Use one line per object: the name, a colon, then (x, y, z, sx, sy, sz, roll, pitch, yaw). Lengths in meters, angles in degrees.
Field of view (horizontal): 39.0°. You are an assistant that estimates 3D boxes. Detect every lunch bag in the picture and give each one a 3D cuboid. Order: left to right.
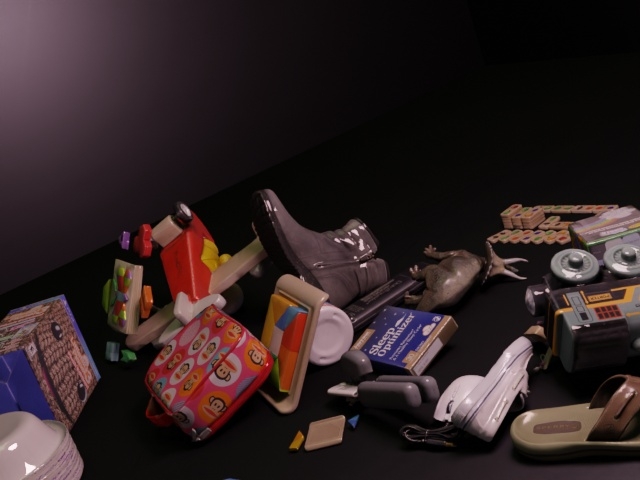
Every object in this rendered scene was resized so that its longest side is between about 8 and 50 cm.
lunch bag: (-0.239, 0.266, 1.782, 0.258, 0.120, 0.293, -47, 22, -8)

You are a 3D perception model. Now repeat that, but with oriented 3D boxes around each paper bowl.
paper bowl: (-0.608, 0.432, 1.713, 0.284, 0.148, 0.284, -19, 16, 5)

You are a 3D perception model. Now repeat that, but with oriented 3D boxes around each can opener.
can opener: (0.096, 0.244, 1.549, 0.074, 0.093, 0.280, -16, 5, -28)

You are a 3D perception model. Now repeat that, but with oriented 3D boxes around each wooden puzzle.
wooden puzzle: (-0.073, 0.194, 1.759, 0.044, 0.239, 0.221, 17, 2, -24)
wooden puzzle: (0.008, 0.332, 1.549, 0.116, 0.014, 0.078, -14, 22, 20)

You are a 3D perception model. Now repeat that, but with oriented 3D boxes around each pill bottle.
pill bottle: (-0.030, 0.174, 1.884, 0.124, 0.124, 0.221, -26, 17, -17)

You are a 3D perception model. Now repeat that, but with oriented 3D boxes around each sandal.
sandal: (0.407, 0.238, 1.256, 0.302, 0.086, 0.120, -14, 18, 19)

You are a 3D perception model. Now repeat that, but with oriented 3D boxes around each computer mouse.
computer mouse: (0.215, 0.266, 1.463, 0.106, 0.042, 0.193, -7, 22, 39)

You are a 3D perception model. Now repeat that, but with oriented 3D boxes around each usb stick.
usb stick: (0.144, 0.124, 1.975, 0.278, 0.045, 0.077, -30, 26, -29)

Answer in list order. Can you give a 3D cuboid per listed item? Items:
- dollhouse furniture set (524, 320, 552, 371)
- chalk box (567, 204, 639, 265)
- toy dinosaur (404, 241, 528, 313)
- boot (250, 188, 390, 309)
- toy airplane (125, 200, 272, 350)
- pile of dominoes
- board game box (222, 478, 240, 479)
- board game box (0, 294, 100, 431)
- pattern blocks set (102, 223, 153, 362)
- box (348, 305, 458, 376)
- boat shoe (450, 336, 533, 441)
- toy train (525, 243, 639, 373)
dollhouse furniture set: (0.389, 0.194, 1.546, 0.114, 0.091, 0.081, 125, 170, -82)
chalk box: (0.542, 0.035, 1.624, 0.132, 0.132, 0.213, -17, 13, 8)
toy dinosaur: (0.260, 0.081, 1.854, 0.313, 0.121, 0.160, -27, 12, -31)
boot: (0.000, 0.000, 2.056, 0.222, 0.338, 0.118, -31, 7, -23)
toy airplane: (-0.278, 0.119, 2.187, 0.386, 0.272, 0.384, 8, 69, 41)
pile of dominoes: (0.526, -0.051, 2.087, 0.196, 0.040, 0.251, -32, 20, -34)
board game box: (-0.140, 0.425, 1.401, 0.168, 0.033, 0.133, -1, 20, 35)
board game box: (-0.632, 0.293, 2.017, 0.141, 0.232, 0.291, -17, 18, 7)
pattern blocks set: (-0.477, 0.137, 2.207, 0.026, 0.325, 0.285, 6, -13, -33)
box: (0.141, 0.190, 1.734, 0.136, 0.036, 0.225, -48, 27, -24)
boat shoe: (0.288, 0.239, 1.424, 0.076, 0.083, 0.226, 38, 49, 17)
toy train: (0.501, 0.103, 1.433, 0.333, 0.142, 0.190, -8, 40, -2)
